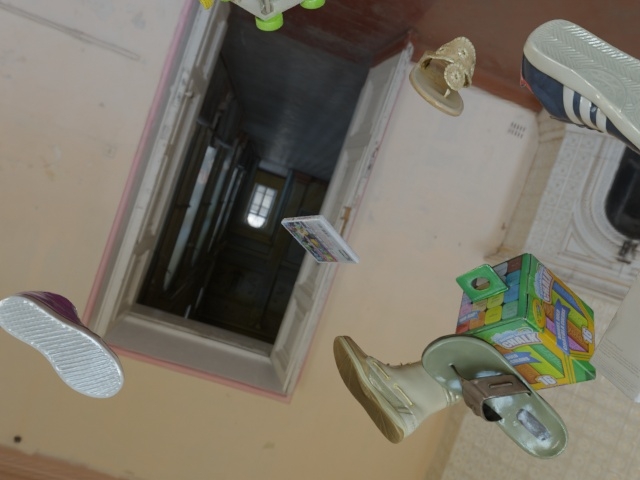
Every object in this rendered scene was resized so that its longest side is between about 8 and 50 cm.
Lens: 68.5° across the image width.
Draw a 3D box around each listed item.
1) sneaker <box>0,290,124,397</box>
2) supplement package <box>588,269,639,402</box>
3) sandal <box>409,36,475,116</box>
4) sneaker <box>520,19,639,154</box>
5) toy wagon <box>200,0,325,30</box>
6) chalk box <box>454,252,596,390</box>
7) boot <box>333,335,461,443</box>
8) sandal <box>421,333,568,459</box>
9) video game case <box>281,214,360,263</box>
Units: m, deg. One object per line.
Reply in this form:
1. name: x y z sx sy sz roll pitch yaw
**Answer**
1. sneaker: -0.510 0.200 0.984 0.282 0.102 0.161 45 175 -6
2. supplement package: 0.504 0.142 0.682 0.105 0.179 0.105 16 -164 -10
3. sandal: 0.189 -0.267 0.697 0.088 0.079 0.240 26 -146 -6
4. sneaker: 0.505 -0.240 0.838 0.350 0.131 0.148 51 173 21
5. toy wagon: -0.100 -0.533 0.865 0.068 0.344 0.267 40 155 28
6. chalk box: 0.415 0.163 1.001 0.289 0.179 0.180 37 140 -15
7. boot: 0.168 0.294 1.060 0.203 0.095 0.262 -19 -131 -27
8. sandal: 0.321 0.280 0.846 0.302 0.120 0.086 38 -165 7
9. video game case: 0.000 0.000 1.429 0.183 0.023 0.201 -2 139 48
